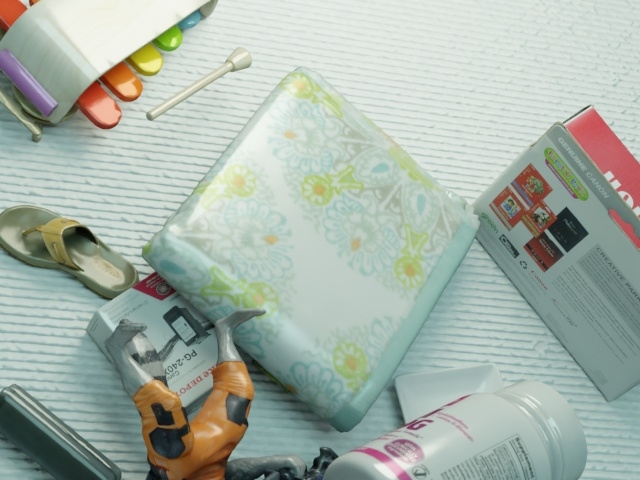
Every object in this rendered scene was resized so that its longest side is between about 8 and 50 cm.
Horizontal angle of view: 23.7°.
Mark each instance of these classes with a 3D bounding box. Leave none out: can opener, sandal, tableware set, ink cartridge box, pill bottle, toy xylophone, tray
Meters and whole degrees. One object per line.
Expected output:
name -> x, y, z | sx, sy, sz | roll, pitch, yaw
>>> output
can opener -> -0.342, 0.196, 1.646 | 0.280, 0.074, 0.093 | 35, 92, 0
sandal -> -0.288, 0.008, 1.761 | 0.180, 0.049, 0.072 | 28, 58, -6
tableware set -> -0.374, -0.212, 1.844 | 0.194, 0.039, 0.128 | 44, 51, -1
ink cartridge box -> 0.362, 0.005, 1.887 | 0.130, 0.272, 0.309 | -33, 81, -31
pill bottle -> 0.154, 0.265, 1.700 | 0.283, 0.160, 0.160 | -20, 74, -36
toy xylophone -> -0.233, -0.249, 1.868 | 0.323, 0.081, 0.236 | -32, 81, -39
ink cartridge box -> -0.176, 0.121, 1.741 | 0.109, 0.063, 0.150 | -35, 81, -31
tray -> 0.180, 0.282, 1.821 | 0.145, 0.030, 0.270 | -5, 67, -24

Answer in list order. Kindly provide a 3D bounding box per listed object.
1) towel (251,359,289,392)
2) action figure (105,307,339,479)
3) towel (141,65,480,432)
towel -> -0.039, 0.135, 1.820 | 0.060, 0.009, 0.083 | 37, 58, -1
action figure -> -0.112, 0.241, 1.642 | 0.341, 0.178, 0.330 | -5, 91, -63
towel -> 0.000, 0.000, 1.833 | 0.320, 0.090, 0.374 | 40, 52, -7
